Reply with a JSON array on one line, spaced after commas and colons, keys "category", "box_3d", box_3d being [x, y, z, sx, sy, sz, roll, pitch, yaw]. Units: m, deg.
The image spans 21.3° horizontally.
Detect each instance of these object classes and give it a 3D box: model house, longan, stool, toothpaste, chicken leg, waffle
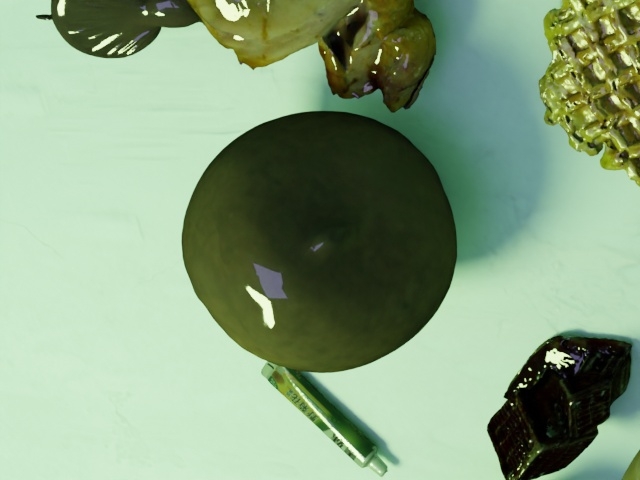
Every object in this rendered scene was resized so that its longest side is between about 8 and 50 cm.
[{"category": "model house", "box_3d": [0.250, 0.181, 1.828, 0.106, 0.152, 0.165, 35, 132, 7]}, {"category": "longan", "box_3d": [-0.003, 0.002, 1.814, 0.297, 0.297, 0.297, 18, 124, 28]}, {"category": "stool", "box_3d": [-0.212, -0.282, 1.924, 0.217, 0.121, 0.125, -6, 131, 9]}, {"category": "toothpaste", "box_3d": [0.007, 0.218, 2.107, 0.204, 0.031, 0.049, 43, 132, 12]}, {"category": "chicken leg", "box_3d": [0.064, -0.275, 1.724, 0.409, 0.182, 0.295, -22, 111, 26]}, {"category": "waffle", "box_3d": [0.324, -0.161, 1.643, 0.254, 0.052, 0.245, 23, 128, 26]}]

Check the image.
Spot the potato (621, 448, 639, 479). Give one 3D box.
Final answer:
[{"category": "potato", "box_3d": [0.428, 0.236, 1.661, 0.221, 0.243, 0.326, 37, 130, 5]}]
